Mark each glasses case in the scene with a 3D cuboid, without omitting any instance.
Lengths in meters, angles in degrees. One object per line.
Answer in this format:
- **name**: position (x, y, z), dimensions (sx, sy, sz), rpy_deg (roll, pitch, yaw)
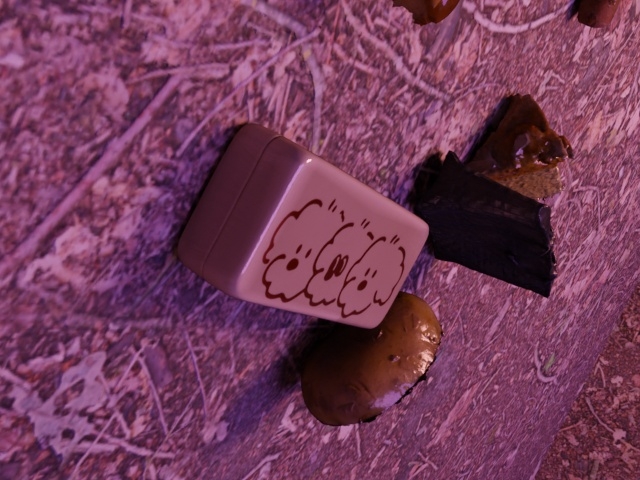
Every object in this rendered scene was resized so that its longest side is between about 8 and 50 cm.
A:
- **glasses case**: position (0.000, 0.000, 0.870), dimensions (0.144, 0.076, 0.336), rpy_deg (-63, 153, 4)

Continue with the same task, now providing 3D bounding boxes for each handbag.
- **handbag**: position (0.223, -0.011, 1.130), dimensions (0.089, 0.175, 0.270), rpy_deg (-57, 155, -12)

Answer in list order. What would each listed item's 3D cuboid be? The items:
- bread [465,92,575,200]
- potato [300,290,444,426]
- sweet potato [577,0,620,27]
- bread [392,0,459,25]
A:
- **bread**: position (0.262, -0.113, 1.225), dimensions (0.152, 0.127, 0.147), rpy_deg (-27, 155, 8)
- **potato**: position (0.054, 0.126, 1.035), dimensions (0.200, 0.164, 0.081), rpy_deg (-47, 119, -34)
- **sweet potato**: position (0.396, -0.417, 1.158), dimensions (0.067, 0.059, 0.281), rpy_deg (-50, 154, -38)
- **bread**: position (0.130, -0.340, 0.726), dimensions (0.275, 0.114, 0.185), rpy_deg (-52, 151, -12)
